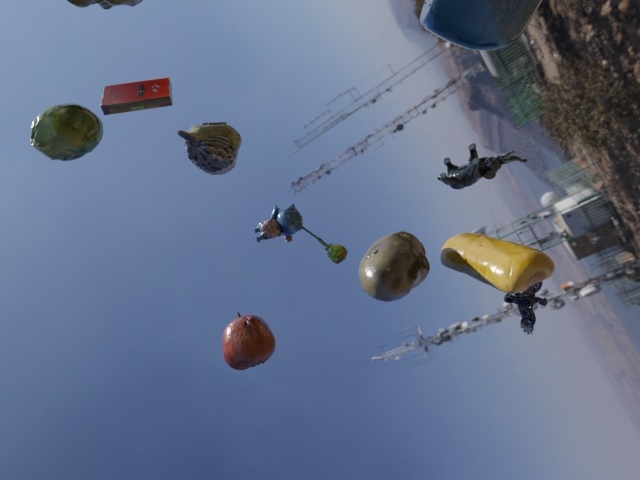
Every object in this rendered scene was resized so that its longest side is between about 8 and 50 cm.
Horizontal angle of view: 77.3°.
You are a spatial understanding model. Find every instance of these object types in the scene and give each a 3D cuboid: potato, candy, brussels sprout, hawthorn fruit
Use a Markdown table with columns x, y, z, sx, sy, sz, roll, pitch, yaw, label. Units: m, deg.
| x | y | z | sx | sy | sz | roll | pitch | yaw | label |
| --- | --- | --- | --- | --- | --- | --- | --- | --- | --- |
| 0.191 | 0.066 | 1.051 | 0.262 | 0.165 | 0.164 | -25 | -95 | -52 | potato |
| 0.000 | 0.000 | 0.786 | 0.123 | 0.035 | 0.035 | 38 | -114 | 5 | candy |
| -0.579 | -0.246 | 0.919 | 0.117 | 0.155 | 0.155 | 43 | -152 | -14 | brussels sprout |
| -0.243 | 0.319 | 1.324 | 0.179 | 0.179 | 0.200 | 18 | -132 | -57 | hawthorn fruit |

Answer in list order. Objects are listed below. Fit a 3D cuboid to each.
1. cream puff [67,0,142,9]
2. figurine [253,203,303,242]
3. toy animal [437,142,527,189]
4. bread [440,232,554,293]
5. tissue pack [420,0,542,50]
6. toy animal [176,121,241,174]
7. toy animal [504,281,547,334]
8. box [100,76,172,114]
| x | y | z | sx | sy | sz | roll | pitch | yaw | label |
| --- | --- | --- | --- | --- | --- | --- | --- | --- | --- |
| -0.517 | -0.730 | 1.011 | 0.274 | 0.323 | 0.270 | 41 | -158 | 9 | cream puff |
| -0.148 | -0.050 | 1.427 | 0.144 | 0.178 | 0.114 | 81 | 165 | -70 | figurine |
| 0.511 | -0.244 | 1.292 | 0.137 | 0.270 | 0.082 | 34 | -134 | -48 | toy animal |
| 0.427 | 0.044 | 1.014 | 0.305 | 0.142 | 0.091 | -150 | 42 | -69 | bread |
| 0.325 | -0.497 | 0.717 | 0.206 | 0.287 | 0.198 | 17 | -148 | -1 | tissue pack |
| -0.196 | -0.157 | 0.698 | 0.098 | 0.098 | 0.137 | 59 | -151 | -4 | toy animal |
| 0.592 | 0.169 | 1.152 | 0.062 | 0.108 | 0.220 | 73 | -145 | -54 | toy animal |
| -0.370 | -0.293 | 0.811 | 0.023 | 0.134 | 0.090 | 88 | 168 | -48 | box |
